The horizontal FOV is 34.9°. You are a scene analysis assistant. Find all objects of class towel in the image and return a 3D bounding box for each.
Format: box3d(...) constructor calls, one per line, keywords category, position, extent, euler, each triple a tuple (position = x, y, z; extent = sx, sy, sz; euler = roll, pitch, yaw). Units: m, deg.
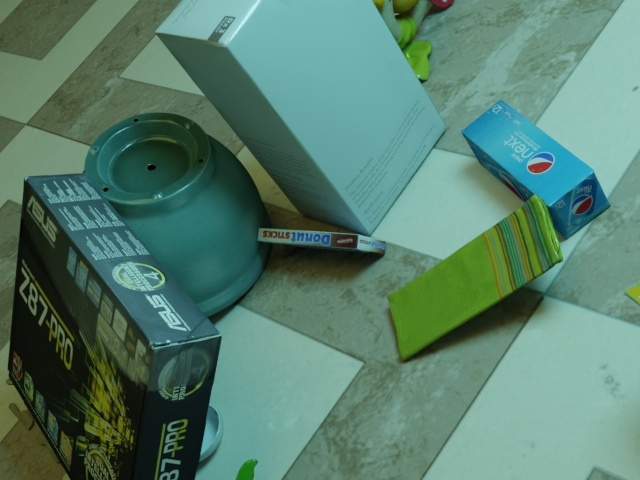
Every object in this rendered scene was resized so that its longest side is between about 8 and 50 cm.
box3d(category="towel", position=(0.177, 0.045, 1.206), extent=(0.237, 0.021, 0.102), euler=(-36, 39, 27))

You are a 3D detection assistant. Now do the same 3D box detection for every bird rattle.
box3d(category="bird rattle", position=(0.137, -0.377, 1.563), extent=(0.143, 0.207, 0.254), euler=(23, 77, 27))

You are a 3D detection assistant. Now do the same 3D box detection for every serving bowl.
box3d(category="serving bowl", position=(-0.157, 0.251, 1.304), extent=(0.083, 0.027, 0.083), euler=(-21, 42, 20))

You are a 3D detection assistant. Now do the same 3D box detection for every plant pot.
box3d(category="plant pot", position=(-0.223, -0.054, 1.437), extent=(0.293, 0.196, 0.293), euler=(-3, 50, 3))

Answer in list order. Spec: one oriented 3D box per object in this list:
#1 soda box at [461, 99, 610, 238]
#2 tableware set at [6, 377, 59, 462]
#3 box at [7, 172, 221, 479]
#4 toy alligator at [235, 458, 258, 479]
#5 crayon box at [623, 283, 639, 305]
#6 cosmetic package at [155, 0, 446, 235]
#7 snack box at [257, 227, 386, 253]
box3d(category="soda box", position=(0.267, -0.094, 1.285), extent=(0.071, 0.067, 0.210), euler=(-38, 39, 0))
box3d(category="tableware set", position=(-0.388, 0.227, 1.490), extent=(0.128, 0.039, 0.194), euler=(-48, 41, -12))
box3d(category="box", position=(-0.271, 0.143, 1.261), extent=(0.395, 0.097, 0.318), euler=(43, 128, 42))
box3d(category="toy alligator", position=(-0.127, 0.338, 1.185), extent=(0.051, 0.056, 0.190), euler=(42, 80, 9))
box3d(category="crayon box", position=(0.445, 0.123, 0.884), extent=(0.203, 0.083, 0.323), euler=(-21, 38, -15))
box3d(category="cosmetic package", position=(-0.012, -0.210, 1.355), extent=(0.156, 0.385, 0.217), euler=(18, 64, 45))
box3d(category="snack box", position=(0.000, 0.000, 1.397), extent=(0.178, 0.064, 0.022), euler=(4, 85, 39))
